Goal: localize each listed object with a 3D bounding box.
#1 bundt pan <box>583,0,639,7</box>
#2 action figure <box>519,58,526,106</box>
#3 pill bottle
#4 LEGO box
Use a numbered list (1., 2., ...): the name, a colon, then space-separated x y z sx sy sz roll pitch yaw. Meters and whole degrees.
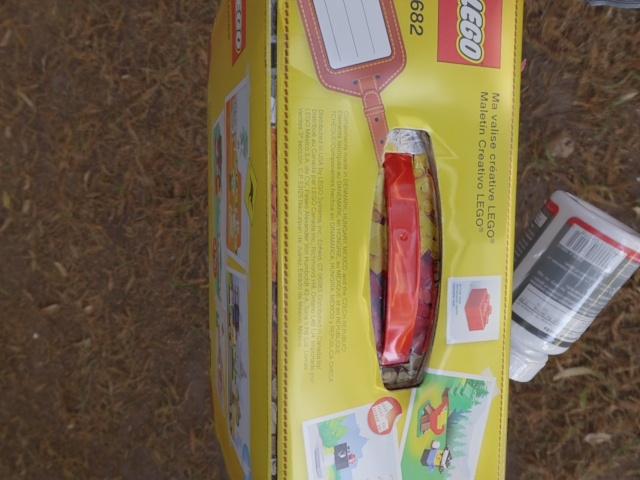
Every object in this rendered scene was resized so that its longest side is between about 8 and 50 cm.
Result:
1. bundt pan: 0.596 -0.550 0.913 0.330 0.331 0.124 5 136 20
2. action figure: 0.438 -0.296 1.321 0.370 0.275 0.248 -61 37 28
3. pill bottle: 0.365 0.077 0.810 0.161 0.161 0.283 33 112 10
4. LEGO box: 0.000 0.000 0.514 0.193 0.372 0.501 -1 95 -19
